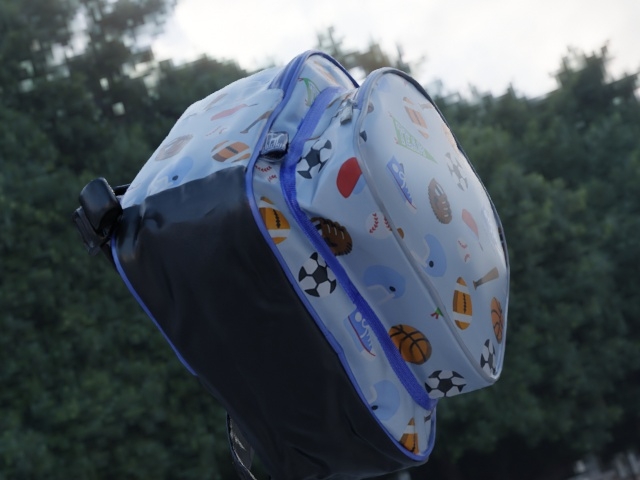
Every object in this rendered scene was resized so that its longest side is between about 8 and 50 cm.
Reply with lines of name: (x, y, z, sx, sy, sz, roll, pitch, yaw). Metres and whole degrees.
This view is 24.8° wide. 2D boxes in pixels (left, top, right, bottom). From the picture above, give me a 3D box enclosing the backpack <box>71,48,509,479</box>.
backpack: (0.000, 0.000, 0.949, 0.213, 0.276, 0.263, -20, 27, 14)
